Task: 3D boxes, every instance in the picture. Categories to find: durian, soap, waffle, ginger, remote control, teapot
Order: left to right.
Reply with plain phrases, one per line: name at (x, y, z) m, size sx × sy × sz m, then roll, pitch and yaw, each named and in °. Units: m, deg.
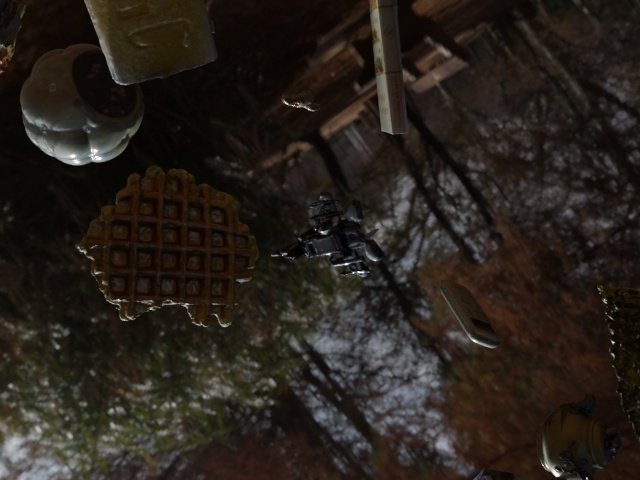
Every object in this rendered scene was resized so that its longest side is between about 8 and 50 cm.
soap at (-0.257, -0.371, 1.196) m, size 0.173 × 0.274 × 0.089 m, roll -17°, pitch -133°, yaw -6°
waffle at (-0.255, 0.021, 1.440) m, size 0.058 × 0.300 × 0.282 m, roll -12°, pitch -128°, yaw 65°
ginger at (-0.038, -0.320, 1.884) m, size 0.048 × 0.097 × 0.030 m, roll -67°, pitch -153°, yaw 26°
remote control at (0.365, 0.178, 2.056) m, size 0.309 × 0.090 × 0.038 m, roll -106°, pitch -140°, yaw -68°
teapot at (0.613, 0.489, 1.939) m, size 0.182 × 0.173 × 0.270 m, roll -15°, pitch -127°, yaw 35°
durian at (0.480, 0.203, 1.046) m, size 0.158 × 0.352 × 0.169 m, roll -30°, pitch -170°, yaw 28°

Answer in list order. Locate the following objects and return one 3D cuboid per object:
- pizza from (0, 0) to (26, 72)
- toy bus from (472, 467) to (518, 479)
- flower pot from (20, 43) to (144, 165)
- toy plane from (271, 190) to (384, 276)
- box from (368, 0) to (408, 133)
pizza at (-0.323, -0.314, 0.828) m, size 0.251 × 0.288 × 0.074 m, roll -32°, pitch 168°, yaw 12°
toy bus at (0.319, 0.498, 1.482) m, size 0.076 × 0.073 × 0.167 m, roll 121°, pitch -23°, yaw -46°
flower pot at (-0.493, -0.275, 1.705) m, size 0.195 × 0.246 × 0.246 m, roll -26°, pitch -169°, yaw 37°
toy plane at (-0.004, 0.003, 1.468) m, size 0.246 × 0.169 × 0.078 m, roll -17°, pitch -164°, yaw 33°
box at (0.094, -0.264, 1.174) m, size 0.032 × 0.221 × 0.122 m, roll -7°, pitch -170°, yaw 0°
